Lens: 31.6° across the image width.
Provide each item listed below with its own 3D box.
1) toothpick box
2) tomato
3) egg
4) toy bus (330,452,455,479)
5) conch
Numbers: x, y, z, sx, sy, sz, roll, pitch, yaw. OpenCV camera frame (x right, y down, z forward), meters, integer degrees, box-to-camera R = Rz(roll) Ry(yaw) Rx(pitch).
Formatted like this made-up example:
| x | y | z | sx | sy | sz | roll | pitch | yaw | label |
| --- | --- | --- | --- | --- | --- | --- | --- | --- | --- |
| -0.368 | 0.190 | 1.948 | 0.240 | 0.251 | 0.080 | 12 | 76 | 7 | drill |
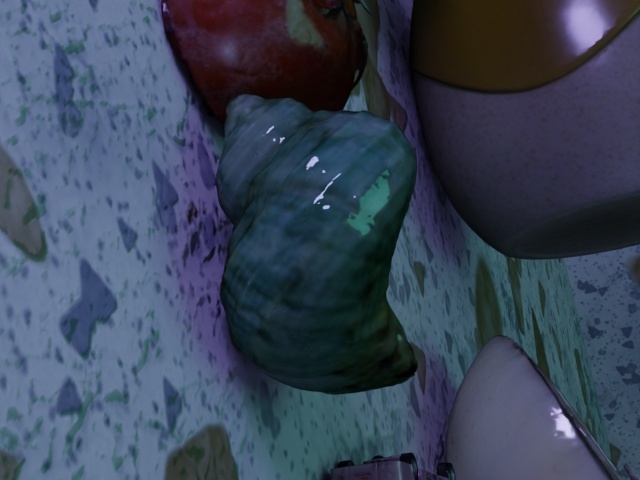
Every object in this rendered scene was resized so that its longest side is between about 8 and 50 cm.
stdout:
| x | y | z | sx | sy | sz | roll | pitch | yaw | label |
| --- | --- | --- | --- | --- | --- | --- | --- | --- | --- |
| 0.308 | -0.219 | 1.311 | 0.409 | 0.409 | 0.425 | 27 | 50 | -68 | toothpick box |
| -0.025 | -0.172 | 0.778 | 0.228 | 0.101 | 0.227 | -15 | 90 | -73 | tomato |
| 0.201 | 0.239 | 1.118 | 0.264 | 0.174 | 0.286 | 57 | 1 | -42 | egg |
| 0.065 | 0.213 | 0.869 | 0.203 | 0.063 | 0.090 | 40 | 43 | -64 | toy bus |
| -0.002 | 0.003 | 0.691 | 0.176 | 0.122 | 0.188 | 39 | 50 | -88 | conch |
